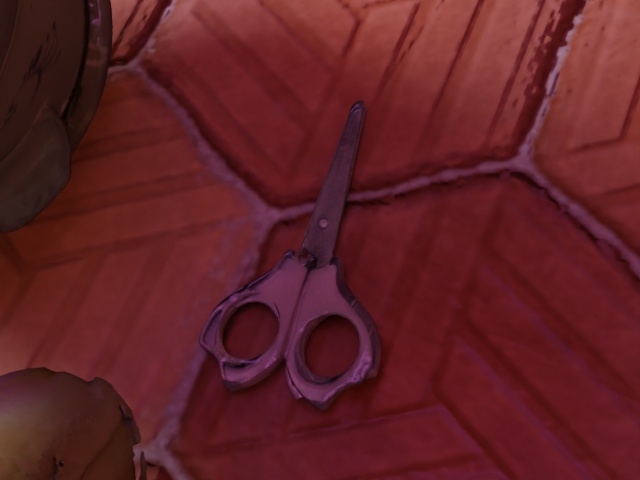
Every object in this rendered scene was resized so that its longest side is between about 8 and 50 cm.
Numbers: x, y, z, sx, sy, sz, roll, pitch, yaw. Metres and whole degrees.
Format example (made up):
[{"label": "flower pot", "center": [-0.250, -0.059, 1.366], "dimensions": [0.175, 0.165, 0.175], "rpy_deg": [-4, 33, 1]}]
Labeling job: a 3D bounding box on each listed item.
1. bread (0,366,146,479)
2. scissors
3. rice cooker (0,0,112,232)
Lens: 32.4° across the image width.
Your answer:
[{"label": "bread", "center": [-0.171, 0.176, 0.471], "dimensions": [0.158, 0.156, 0.261], "rpy_deg": [7, 64, 13]}, {"label": "scissors", "center": [0.000, 0.000, 0.605], "dimensions": [0.100, 0.015, 0.189], "rpy_deg": [8, 64, 18]}, {"label": "rice cooker", "center": [-0.257, -0.125, 0.573], "dimensions": [0.264, 0.316, 0.316], "rpy_deg": [-45, 63, 0]}]
